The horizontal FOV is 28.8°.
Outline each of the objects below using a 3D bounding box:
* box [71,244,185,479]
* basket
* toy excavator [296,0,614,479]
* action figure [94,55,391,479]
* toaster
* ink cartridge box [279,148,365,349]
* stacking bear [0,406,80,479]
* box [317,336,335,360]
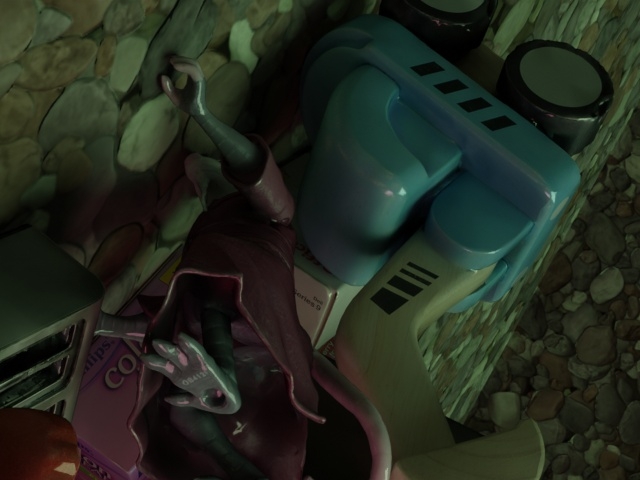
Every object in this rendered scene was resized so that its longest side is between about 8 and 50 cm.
[{"bbox_3d":[-0.145,0.166,1.231,0.213,0.117,0.243,-49,157,-26],"label":"box"},{"bbox_3d":[0.041,0.209,1.225,0.154,0.227,0.204,-59,161,-5],"label":"basket"},{"bbox_3d":[0.090,0.004,1.117,0.445,0.433,0.222,-38,160,-34],"label":"toy excavator"},{"bbox_3d":[-0.057,0.031,1.019,0.248,0.276,0.370,-60,-166,28],"label":"action figure"},{"bbox_3d":[-0.251,0.096,0.888,0.186,0.110,0.168,-29,144,-54],"label":"toaster"},{"bbox_3d":[0.000,0.000,1.280,0.212,0.154,0.093,-35,153,-49],"label":"ink cartridge box"},{"bbox_3d":[-0.307,0.139,0.667,0.289,0.164,0.175,25,76,-39],"label":"stacking bear"},{"bbox_3d":[-0.038,0.237,1.579,0.256,0.123,0.128,-57,161,-5],"label":"box"}]
